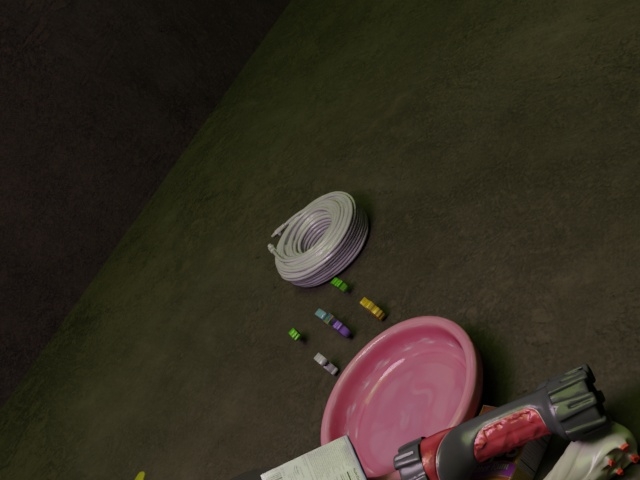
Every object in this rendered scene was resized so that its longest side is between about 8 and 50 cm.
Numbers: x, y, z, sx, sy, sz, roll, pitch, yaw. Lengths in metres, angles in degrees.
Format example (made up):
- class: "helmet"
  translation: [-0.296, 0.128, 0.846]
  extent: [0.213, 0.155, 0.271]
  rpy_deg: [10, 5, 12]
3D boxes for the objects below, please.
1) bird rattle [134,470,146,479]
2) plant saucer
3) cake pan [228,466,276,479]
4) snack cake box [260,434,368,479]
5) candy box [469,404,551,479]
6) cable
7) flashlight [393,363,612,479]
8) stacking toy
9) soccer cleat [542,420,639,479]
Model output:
- class: "bird rattle"
  translation: [-0.397, 0.621, 1.699]
  extent: [0.253, 0.143, 0.207]
  rpy_deg: [-50, -4, -26]
- class: "plant saucer"
  translation: [0.148, 0.288, 1.424]
  extent: [0.332, 0.084, 0.332]
  rpy_deg: [-35, 30, 24]
- class: "cake pan"
  translation: [-0.150, 0.514, 1.480]
  extent: [0.293, 0.054, 0.293]
  rpy_deg: [-28, 16, 9]
- class: "snack cake box"
  translation: [0.029, 0.447, 1.233]
  extent: [0.152, 0.089, 0.264]
  rpy_deg: [-24, 56, -3]
- class: "candy box"
  translation: [0.259, 0.344, 1.233]
  extent: [0.109, 0.053, 0.187]
  rpy_deg: [-3, 50, 53]
- class: "cable"
  translation: [0.000, 0.000, 1.989]
  extent: [0.257, 0.089, 0.257]
  rpy_deg: [-40, 30, 12]
- class: "flashlight"
  translation: [0.254, 0.285, 1.165]
  extent: [0.304, 0.103, 0.103]
  rpy_deg: [-28, -3, 21]
- class: "stacking toy"
  translation: [0.030, 0.178, 1.768]
  extent: [0.167, 0.052, 0.221]
  rpy_deg: [-49, 26, -5]
- class: "soccer cleat"
  translation: [0.346, 0.323, 1.131]
  extent: [0.196, 0.068, 0.076]
  rpy_deg: [-39, 23, 1]
